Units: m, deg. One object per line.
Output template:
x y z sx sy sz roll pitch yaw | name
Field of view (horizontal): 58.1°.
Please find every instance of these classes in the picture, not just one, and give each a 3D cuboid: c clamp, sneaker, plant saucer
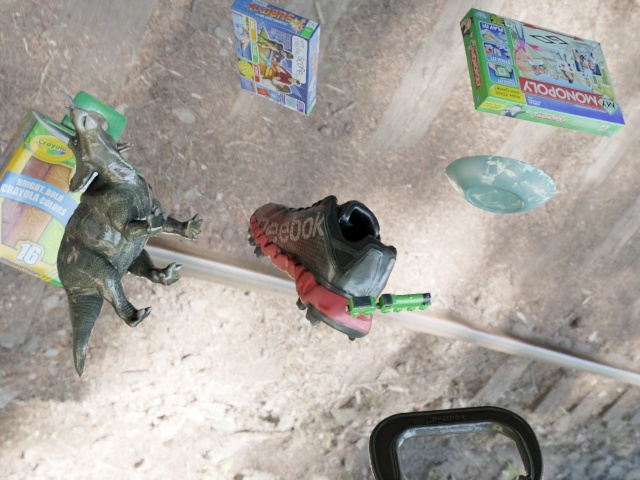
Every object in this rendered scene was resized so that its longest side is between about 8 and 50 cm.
0.102 0.185 0.453 0.161 0.137 0.022 -9 118 -3 | c clamp
0.000 0.000 0.704 0.098 0.276 0.135 26 99 -35 | sneaker
0.315 -0.088 1.030 0.195 0.195 0.037 33 69 -41 | plant saucer

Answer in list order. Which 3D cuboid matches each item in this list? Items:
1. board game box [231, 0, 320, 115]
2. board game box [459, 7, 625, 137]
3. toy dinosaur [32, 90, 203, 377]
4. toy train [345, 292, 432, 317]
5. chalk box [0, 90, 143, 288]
-0.072 -0.300 0.954 0.201 0.136 0.035 99 16 -68 | board game box
0.434 -0.325 1.129 0.318 0.213 0.046 6 154 -19 | board game box
-0.245 0.003 0.677 0.121 0.160 0.313 -23 134 -61 | toy dinosaur
0.064 0.057 0.529 0.084 0.017 0.023 -4 154 -13 | toy train
-0.423 -0.098 0.942 0.180 0.179 0.288 31 88 -34 | chalk box
